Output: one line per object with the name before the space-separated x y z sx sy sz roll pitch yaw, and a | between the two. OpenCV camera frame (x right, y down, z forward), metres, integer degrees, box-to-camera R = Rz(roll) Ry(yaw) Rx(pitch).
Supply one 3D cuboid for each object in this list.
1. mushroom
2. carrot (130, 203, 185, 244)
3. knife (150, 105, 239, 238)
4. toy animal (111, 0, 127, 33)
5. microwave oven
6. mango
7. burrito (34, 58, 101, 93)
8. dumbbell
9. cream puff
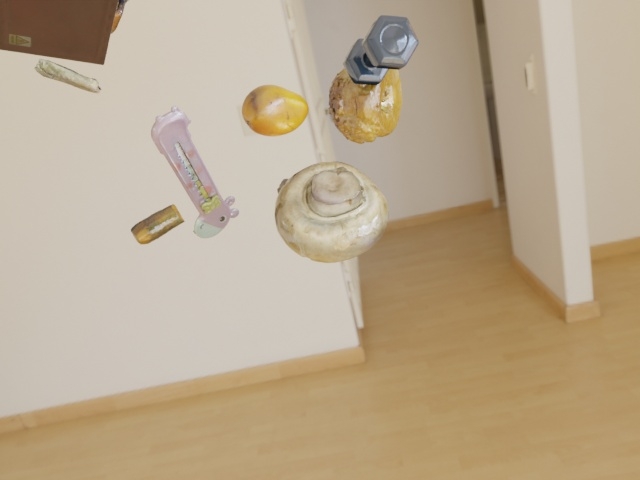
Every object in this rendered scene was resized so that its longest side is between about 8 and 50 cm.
mushroom | 0.017 -0.067 1.170 0.255 0.255 0.184 -15 -24 -4
carrot | -0.534 -0.053 1.811 0.173 0.082 0.082 -36 25 -20
knife | -0.290 -0.140 1.278 0.132 0.398 0.038 -39 55 -15
toy animal | -0.524 -0.625 1.360 0.298 0.122 0.185 -26 52 9
microwave oven | -0.390 -0.401 0.779 0.188 0.178 0.247 2 -23 -28
mango | -0.123 -0.371 1.577 0.219 0.145 0.112 -9 27 -38
burrito | -0.686 -0.446 1.496 0.171 0.042 0.051 22 -27 -12
dumbbell | 0.178 -0.578 1.697 0.160 0.144 0.325 -2 6 -10
cream puff | 0.157 -0.530 2.026 0.231 0.343 0.327 9 8 29
